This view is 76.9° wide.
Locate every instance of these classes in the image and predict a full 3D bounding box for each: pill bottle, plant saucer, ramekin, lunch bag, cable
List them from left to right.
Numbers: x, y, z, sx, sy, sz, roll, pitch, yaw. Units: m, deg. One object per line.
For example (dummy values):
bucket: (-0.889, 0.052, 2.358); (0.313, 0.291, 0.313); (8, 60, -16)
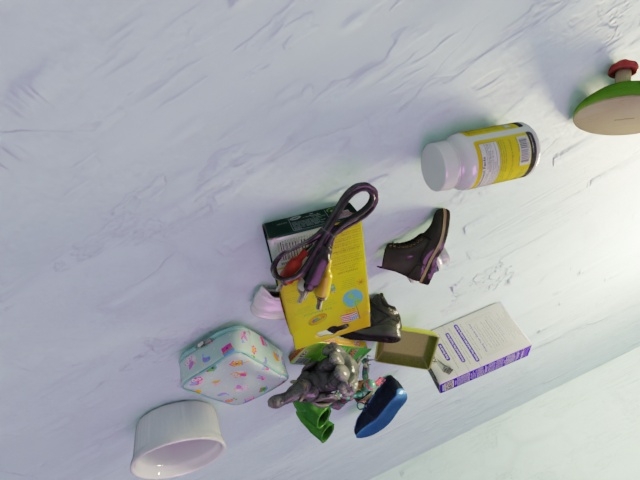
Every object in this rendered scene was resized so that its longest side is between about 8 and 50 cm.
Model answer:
ramekin: (-0.449, 0.626, 1.275); (0.278, 0.135, 0.277); (-13, 136, -13)
lunch bag: (-0.241, 0.352, 1.111); (0.224, 0.107, 0.279); (-30, 137, 11)
cable: (0.000, 0.000, 0.805); (0.140, 0.072, 0.286); (25, 96, -11)
plant saucer: (0.280, 0.342, 1.329); (0.189, 0.045, 0.188); (7, 130, 8)
pill bottle: (0.283, 0.061, 1.080); (0.120, 0.067, 0.067); (-26, 138, 3)
pill bottle: (0.324, -0.169, 0.828); (0.209, 0.119, 0.119); (-13, 136, -11)

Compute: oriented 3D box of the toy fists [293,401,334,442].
toy fists: (-0.027, 0.614, 1.449); (0.096, 0.142, 0.279); (-43, 146, -27)

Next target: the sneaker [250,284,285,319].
sneaker: (-0.064, 0.155, 1.021); (0.213, 0.080, 0.094); (8, 117, -29)

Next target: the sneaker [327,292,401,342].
sneaker: (0.120, 0.218, 1.164); (0.228, 0.130, 0.087); (1, 144, 13)

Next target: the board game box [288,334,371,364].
board game box: (0.037, 0.361, 1.297); (0.260, 0.039, 0.124); (20, 123, -34)

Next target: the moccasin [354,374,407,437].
moccasin: (0.241, 0.683, 1.654); (0.138, 0.116, 0.341); (13, 123, -34)

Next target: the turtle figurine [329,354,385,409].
turtle figurine: (0.119, 0.499, 1.379); (0.175, 0.118, 0.234); (-27, 163, -44)

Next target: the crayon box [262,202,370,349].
crayon box: (0.000, 0.088, 0.919); (0.203, 0.081, 0.318); (-14, 122, -10)

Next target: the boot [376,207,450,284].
boot: (0.231, 0.003, 1.001); (0.137, 0.077, 0.197); (16, 100, 5)

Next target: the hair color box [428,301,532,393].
hair color box: (0.526, 0.373, 1.414); (0.339, 0.185, 0.110); (-22, 139, -1)

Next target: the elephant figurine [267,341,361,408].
elephant figurine: (-0.011, 0.426, 1.213); (0.240, 0.169, 0.186); (-37, 112, 13)

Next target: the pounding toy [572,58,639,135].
pounding toy: (0.671, -0.304, 0.844); (0.237, 0.109, 0.183); (8, 174, 15)
